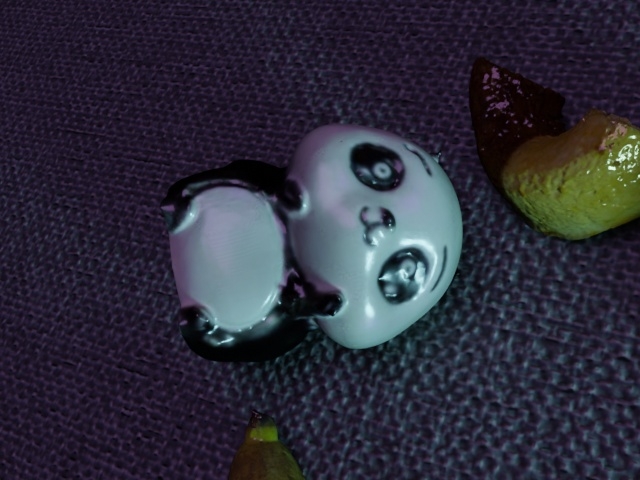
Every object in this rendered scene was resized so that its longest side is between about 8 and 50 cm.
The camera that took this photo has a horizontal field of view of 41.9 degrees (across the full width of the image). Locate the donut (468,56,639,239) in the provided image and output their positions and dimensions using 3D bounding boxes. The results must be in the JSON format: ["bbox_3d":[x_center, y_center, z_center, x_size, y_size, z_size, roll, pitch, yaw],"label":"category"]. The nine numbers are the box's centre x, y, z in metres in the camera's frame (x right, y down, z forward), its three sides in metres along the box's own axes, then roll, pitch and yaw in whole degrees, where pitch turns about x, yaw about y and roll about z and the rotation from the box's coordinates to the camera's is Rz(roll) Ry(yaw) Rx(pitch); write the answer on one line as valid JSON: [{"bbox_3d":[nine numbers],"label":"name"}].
[{"bbox_3d":[0.238,-0.099,0.915,0.151,0.112,0.295,-57,40,8],"label":"donut"}]

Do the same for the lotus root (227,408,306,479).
[{"bbox_3d":[-0.052,0.274,0.881,0.108,0.094,0.190,-6,49,-8],"label":"lotus root"}]

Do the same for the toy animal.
[{"bbox_3d":[0.000,0.000,0.922,0.310,0.251,0.251,-10,60,5],"label":"toy animal"}]
